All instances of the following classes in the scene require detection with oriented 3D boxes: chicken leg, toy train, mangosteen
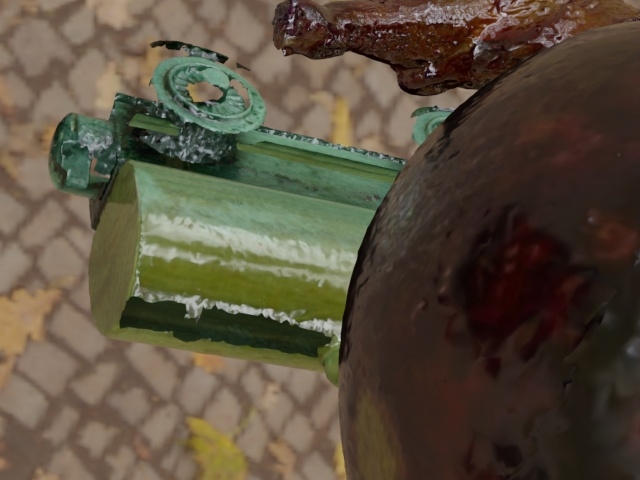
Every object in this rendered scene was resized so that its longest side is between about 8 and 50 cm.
[{"bbox_3d":[0.067,-0.089,0.764,0.205,0.093,0.053,-6,99,-19],"label":"chicken leg"},{"bbox_3d":[0.003,-0.005,0.977,0.307,0.189,0.126,12,118,-21],"label":"toy train"},{"bbox_3d":[0.173,0.041,0.632,0.306,0.359,0.306,22,45,-23],"label":"mangosteen"}]
